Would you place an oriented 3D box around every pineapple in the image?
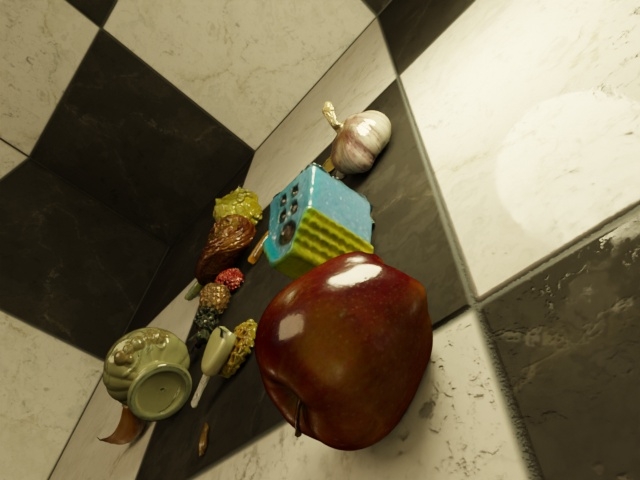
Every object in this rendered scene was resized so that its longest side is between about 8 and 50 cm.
[{"bbox_3d":[-0.438,0.292,1.734,0.128,0.128,0.248,-32,35,41],"label":"pineapple"}]

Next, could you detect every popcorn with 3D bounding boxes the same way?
[{"bbox_3d":[-0.406,-0.155,2.161,0.249,0.226,0.249,-6,26,3],"label":"popcorn"}]

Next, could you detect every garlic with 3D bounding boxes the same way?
[{"bbox_3d":[0.099,-0.367,1.486,0.245,0.253,0.245,-44,15,15],"label":"garlic"},{"bbox_3d":[-0.737,0.716,1.699,0.115,0.128,0.207,37,94,24],"label":"garlic"}]

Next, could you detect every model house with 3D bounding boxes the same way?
[{"bbox_3d":[0.000,0.000,1.121,0.215,0.237,0.303,-36,37,36],"label":"model house"}]

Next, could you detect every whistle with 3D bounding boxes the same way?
[{"bbox_3d":[-0.645,0.258,2.274,0.198,0.057,0.104,-44,12,37],"label":"whistle"}]

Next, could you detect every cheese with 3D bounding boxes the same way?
[{"bbox_3d":[-0.342,0.393,1.364,0.127,0.054,0.252,2,67,63],"label":"cheese"}]

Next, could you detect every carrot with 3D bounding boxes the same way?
[{"bbox_3d":[-0.250,0.025,1.856,0.171,0.042,0.042,-58,23,-20],"label":"carrot"}]

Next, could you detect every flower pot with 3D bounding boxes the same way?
[{"bbox_3d":[-0.596,0.476,1.559,0.244,0.307,0.308,24,77,51],"label":"flower pot"}]

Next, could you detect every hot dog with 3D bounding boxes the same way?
[{"bbox_3d":[-0.449,0.045,1.992,0.387,0.174,0.267,-48,19,29],"label":"hot dog"}]

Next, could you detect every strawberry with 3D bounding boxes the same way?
[{"bbox_3d":[-0.386,0.160,1.870,0.121,0.082,0.188,-58,20,-19],"label":"strawberry"}]

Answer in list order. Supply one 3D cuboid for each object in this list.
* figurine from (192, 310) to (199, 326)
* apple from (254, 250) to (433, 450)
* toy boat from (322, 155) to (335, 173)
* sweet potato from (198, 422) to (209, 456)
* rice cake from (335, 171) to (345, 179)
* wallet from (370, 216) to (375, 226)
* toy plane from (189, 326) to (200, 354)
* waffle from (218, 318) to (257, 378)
[{"bbox_3d":[-0.502,0.304,1.890,0.077,0.079,0.136,36,82,26],"label":"figurine"},{"bbox_3d":[0.037,0.180,0.754,0.317,0.288,0.288,-43,17,-25],"label":"apple"},{"bbox_3d":[0.046,-0.310,1.764,0.149,0.047,0.049,-45,10,12],"label":"toy boat"},{"bbox_3d":[-0.330,0.558,1.244,0.026,0.026,0.115,-45,21,18],"label":"sweet potato"},{"bbox_3d":[0.099,-0.308,1.671,0.047,0.036,0.207,-46,21,49],"label":"rice cake"},{"bbox_3d":[0.098,-0.019,1.254,0.129,0.026,0.088,-48,23,12],"label":"wallet"},{"bbox_3d":[-0.498,0.395,1.797,0.060,0.037,0.145,-52,24,29],"label":"toy plane"},{"bbox_3d":[-0.265,0.339,1.406,0.149,0.051,0.194,-38,27,29],"label":"waffle"}]
